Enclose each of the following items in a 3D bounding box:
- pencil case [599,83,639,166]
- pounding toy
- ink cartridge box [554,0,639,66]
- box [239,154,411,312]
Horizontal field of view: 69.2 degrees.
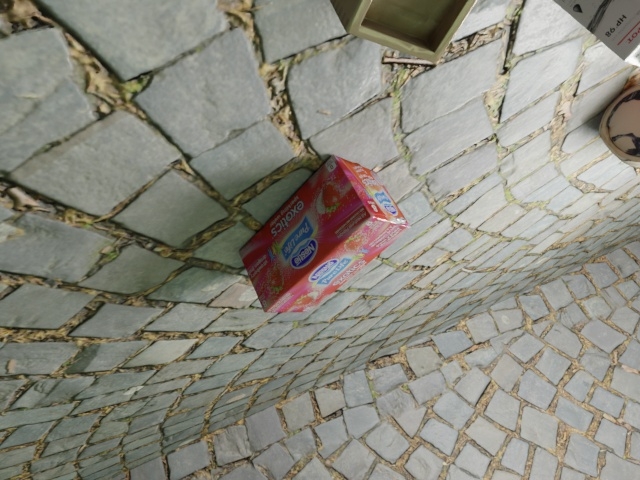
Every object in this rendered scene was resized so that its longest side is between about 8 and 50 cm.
[{"bbox_3d":[0.785,-0.241,1.035,0.410,0.160,0.183,-2,160,-40],"label":"pencil case"},{"bbox_3d":[0.098,-0.269,0.444,0.130,0.100,0.141,6,137,-27],"label":"pounding toy"},{"bbox_3d":[0.384,-0.288,0.559,0.060,0.180,0.104,-6,145,-37],"label":"ink cartridge box"},{"bbox_3d":[0.000,0.000,0.766,0.257,0.128,0.122,-42,150,27],"label":"box"}]
